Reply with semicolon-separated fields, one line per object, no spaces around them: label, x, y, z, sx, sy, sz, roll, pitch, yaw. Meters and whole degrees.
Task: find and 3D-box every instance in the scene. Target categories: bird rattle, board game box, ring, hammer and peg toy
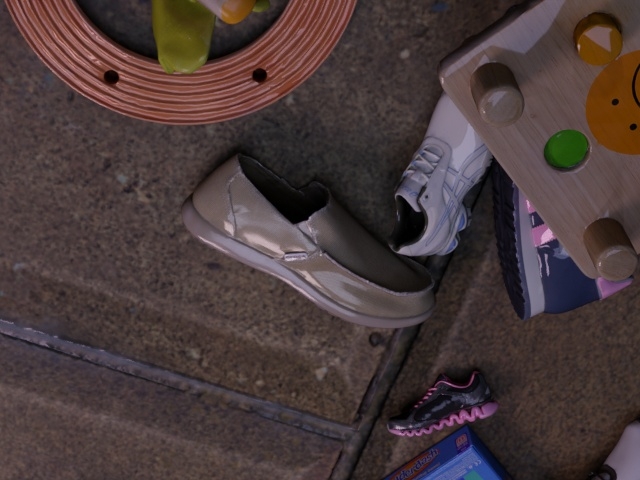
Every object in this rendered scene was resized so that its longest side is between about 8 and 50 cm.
bird rattle;-0.136;-0.260;1.091;0.143;0.207;0.253;-43;119;-3
board game box;0.159;0.324;1.468;0.160;0.047;0.210;-35;110;12
ring;-0.126;-0.267;1.205;0.337;0.032;0.336;0;115;-1
hammer and peg toy;0.302;-0.087;1.125;0.266;0.127;0.361;-35;116;15

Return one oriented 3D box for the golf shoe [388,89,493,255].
golf shoe;0.110;-0.062;1.265;0.069;0.086;0.176;26;117;36

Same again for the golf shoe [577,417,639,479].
golf shoe;0.297;0.277;1.416;0.094;0.077;0.198;17;95;-16

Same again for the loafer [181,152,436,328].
loafer;0.000;0.000;1.289;0.268;0.102;0.092;23;117;-11

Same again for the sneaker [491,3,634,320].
sneaker;0.234;-0.078;1.266;0.131;0.112;0.319;-9;121;-5

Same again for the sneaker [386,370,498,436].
sneaker;0.124;0.170;1.407;0.119;0.047;0.057;-17;94;4
